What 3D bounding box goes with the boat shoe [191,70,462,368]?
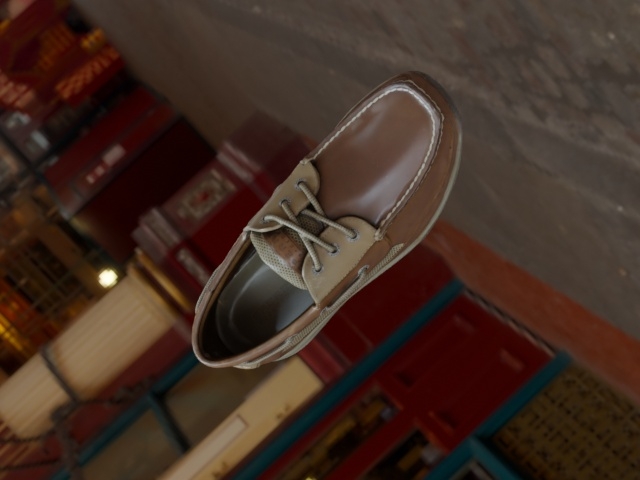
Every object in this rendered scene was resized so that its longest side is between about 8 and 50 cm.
[{"bbox_3d":[0.000,0.000,0.948,0.123,0.324,0.116,42,-152,12],"label":"boat shoe"}]
